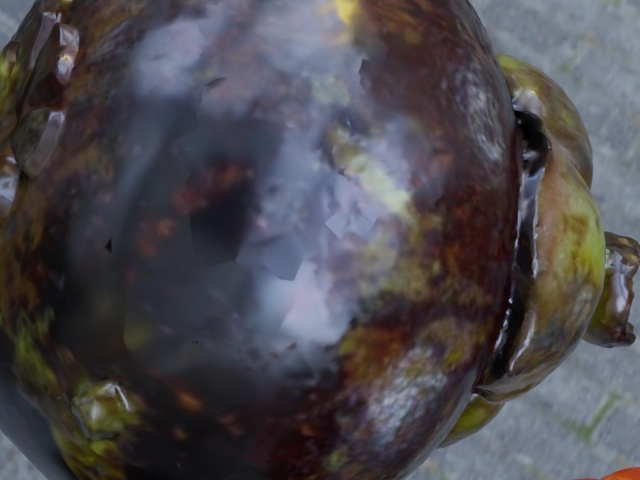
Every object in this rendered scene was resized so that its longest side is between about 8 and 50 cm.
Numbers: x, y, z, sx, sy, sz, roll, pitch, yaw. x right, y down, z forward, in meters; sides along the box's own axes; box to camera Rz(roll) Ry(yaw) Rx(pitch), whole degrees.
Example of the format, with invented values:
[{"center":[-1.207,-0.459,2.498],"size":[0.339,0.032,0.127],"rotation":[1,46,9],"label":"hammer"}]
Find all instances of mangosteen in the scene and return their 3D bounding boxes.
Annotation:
[{"center":[0.000,0.000,0.566],"size":[0.217,0.192,0.192],"rotation":[18,56,-26],"label":"mangosteen"}]

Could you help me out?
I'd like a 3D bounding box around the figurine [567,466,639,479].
[{"center":[0.212,0.165,0.503],"size":[0.412,0.241,0.306],"rotation":[1,35,28],"label":"figurine"}]
